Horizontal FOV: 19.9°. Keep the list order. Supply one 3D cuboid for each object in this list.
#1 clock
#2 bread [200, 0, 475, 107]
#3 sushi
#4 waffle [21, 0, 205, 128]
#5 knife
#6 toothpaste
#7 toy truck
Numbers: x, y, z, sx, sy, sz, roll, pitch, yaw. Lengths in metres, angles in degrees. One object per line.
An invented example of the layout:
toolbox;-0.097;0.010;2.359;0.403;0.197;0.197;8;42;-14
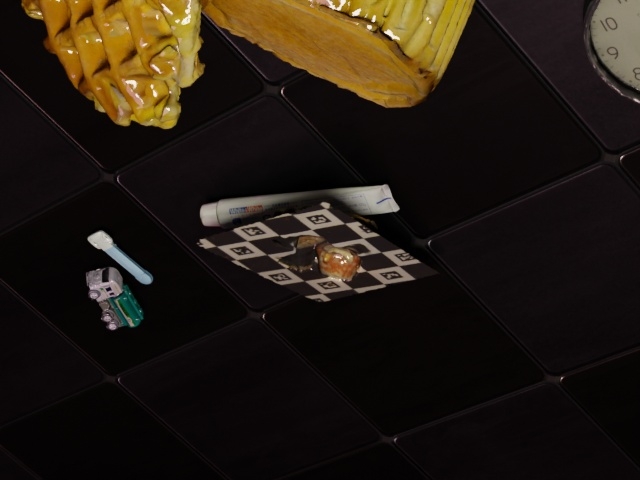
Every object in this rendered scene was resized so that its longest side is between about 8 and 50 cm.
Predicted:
clock;0.334;-0.196;1.699;0.184;0.040;0.184;9;136;8
bread;0.010;-0.233;1.650;0.253;0.142;0.227;27;175;-1
sushi;0.000;0.000;1.978;0.192;0.040;0.210;-15;150;37
waffle;-0.199;-0.263;1.659;0.302;0.068;0.325;46;136;34
knife;-0.229;0.020;2.114;0.027;0.010;0.096;-25;125;35
toothpaste;-0.025;-0.036;1.981;0.218;0.033;0.052;-5;146;17
toy truck;-0.242;0.068;2.147;0.044;0.039;0.083;-17;130;10
